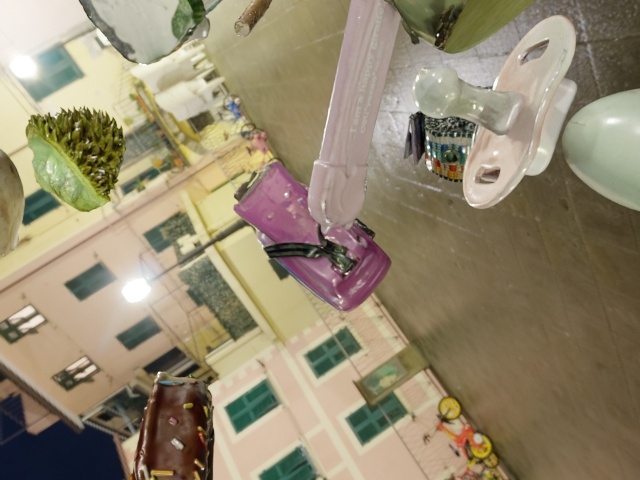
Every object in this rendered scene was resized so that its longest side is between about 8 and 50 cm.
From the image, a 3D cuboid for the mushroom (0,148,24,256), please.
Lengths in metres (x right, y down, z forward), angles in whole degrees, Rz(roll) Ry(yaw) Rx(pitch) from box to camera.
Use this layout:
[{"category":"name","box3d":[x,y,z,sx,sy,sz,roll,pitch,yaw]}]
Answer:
[{"category":"mushroom","box3d":[-0.586,-0.077,0.770,0.254,0.195,0.189,-124,47,-62]}]

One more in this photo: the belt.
[{"category":"belt","box3d":[0.358,-0.232,1.123,0.160,0.295,0.207,80,166,-44]}]

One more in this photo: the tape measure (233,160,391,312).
[{"category":"tape measure","box3d":[0.000,0.000,0.795,0.231,0.149,0.245,39,178,19]}]

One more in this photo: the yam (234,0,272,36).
[{"category":"yam","box3d":[-0.101,-0.376,0.790,0.032,0.032,0.145,63,-145,-44]}]

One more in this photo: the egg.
[{"category":"egg","box3d":[0.494,-0.131,0.716,0.264,0.183,0.183,13,162,11]}]

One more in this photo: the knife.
[{"category":"knife","box3d":[0.043,-0.193,0.498,0.038,0.132,0.399,28,116,40]}]

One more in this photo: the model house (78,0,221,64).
[{"category":"model house","box3d":[-0.283,-0.502,0.918,0.271,0.190,0.301,54,-141,-14]}]

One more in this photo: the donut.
[{"category":"donut","box3d":[-0.188,0.293,0.653,0.235,0.089,0.235,180,90,-80]}]

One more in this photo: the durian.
[{"category":"durian","box3d":[-0.549,-0.194,1.091,0.394,0.163,0.198,18,121,35]}]

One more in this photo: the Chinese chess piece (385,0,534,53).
[{"category":"Chinese chess piece","box3d":[0.157,-0.264,0.403,0.092,0.237,0.238,51,173,5]}]

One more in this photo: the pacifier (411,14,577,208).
[{"category":"pacifier","box3d":[0.303,-0.218,0.827,0.273,0.332,0.220,13,-172,-44]}]
